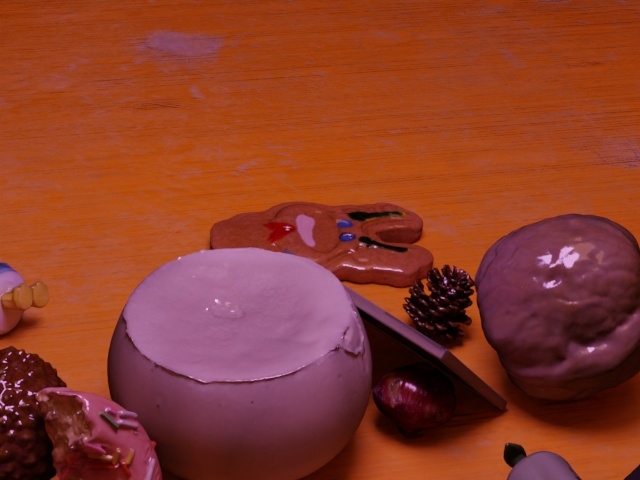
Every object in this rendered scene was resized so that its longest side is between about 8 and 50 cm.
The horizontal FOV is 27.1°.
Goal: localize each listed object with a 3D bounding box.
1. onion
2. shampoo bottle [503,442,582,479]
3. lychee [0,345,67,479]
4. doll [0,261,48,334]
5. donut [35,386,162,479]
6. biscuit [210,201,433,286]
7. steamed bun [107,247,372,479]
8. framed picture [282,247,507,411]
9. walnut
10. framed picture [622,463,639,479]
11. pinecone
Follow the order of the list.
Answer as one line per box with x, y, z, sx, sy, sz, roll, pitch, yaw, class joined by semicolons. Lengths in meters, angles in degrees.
0.119;0.201;1.669;0.107;0.097;0.107;6;-6;1;onion
0.276;0.313;1.482;0.087;0.118;0.234;-36;40;-2;shampoo bottle
-0.373;0.219;1.513;0.238;0.200;0.200;4;26;-41;lychee
-0.495;0.063;1.833;0.241;0.098;0.135;19;41;20;doll
-0.250;0.280;1.424;0.085;0.199;0.233;-16;44;40;donut
0.000;0.000;2.006;0.334;0.047;0.202;0;33;-3;biscuit
-0.096;0.162;1.603;0.324;0.206;0.324;-2;33;1;steamed bun
0.095;0.116;1.721;0.289;0.213;0.016;31;84;37;framed picture
0.324;0.084;1.713;0.248;0.248;0.248;2;33;-1;walnut
0.531;0.275;1.541;0.255;0.014;0.339;29;46;35;framed picture
0.167;0.087;1.826;0.102;0.109;0.102;15;45;-16;pinecone
